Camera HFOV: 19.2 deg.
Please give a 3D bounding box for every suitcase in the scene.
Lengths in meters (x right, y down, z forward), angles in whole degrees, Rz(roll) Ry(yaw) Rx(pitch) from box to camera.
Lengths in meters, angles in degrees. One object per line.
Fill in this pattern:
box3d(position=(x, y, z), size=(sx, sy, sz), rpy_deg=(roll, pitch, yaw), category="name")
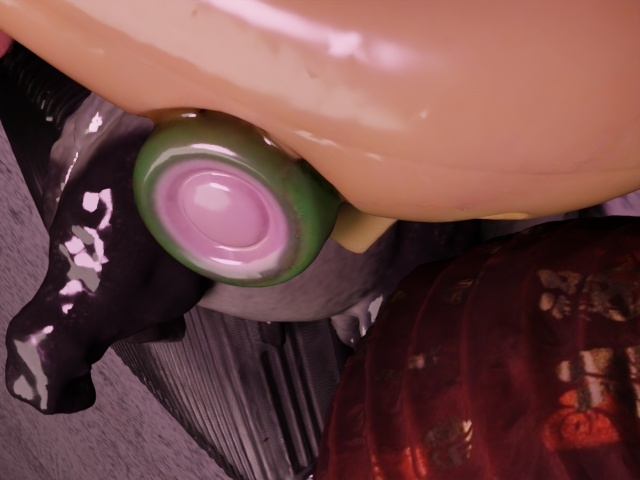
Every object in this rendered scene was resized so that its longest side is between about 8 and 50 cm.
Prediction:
box3d(position=(-0.044, -0.013, 0.861), size=(0.202, 0.128, 0.312), rpy_deg=(44, 162, 28), category="suitcase")

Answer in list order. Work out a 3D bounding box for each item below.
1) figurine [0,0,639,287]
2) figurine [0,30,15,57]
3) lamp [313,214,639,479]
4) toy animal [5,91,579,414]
box3d(position=(-0.024, -0.123, 0.495), size=(0.324, 0.124, 0.222), rpy_deg=(35, 137, -7), category="figurine")
box3d(position=(-0.164, -0.113, 0.671), size=(0.387, 0.166, 0.207), rpy_deg=(-52, 51, 32), category="figurine")
box3d(position=(0.111, 0.093, 0.547), size=(0.247, 0.247, 0.247), rpy_deg=(45, 162, 19), category="lamp")
box3d(position=(0.000, 0.000, 0.661), size=(0.094, 0.225, 0.121), rpy_deg=(54, 129, 54), category="toy animal")
